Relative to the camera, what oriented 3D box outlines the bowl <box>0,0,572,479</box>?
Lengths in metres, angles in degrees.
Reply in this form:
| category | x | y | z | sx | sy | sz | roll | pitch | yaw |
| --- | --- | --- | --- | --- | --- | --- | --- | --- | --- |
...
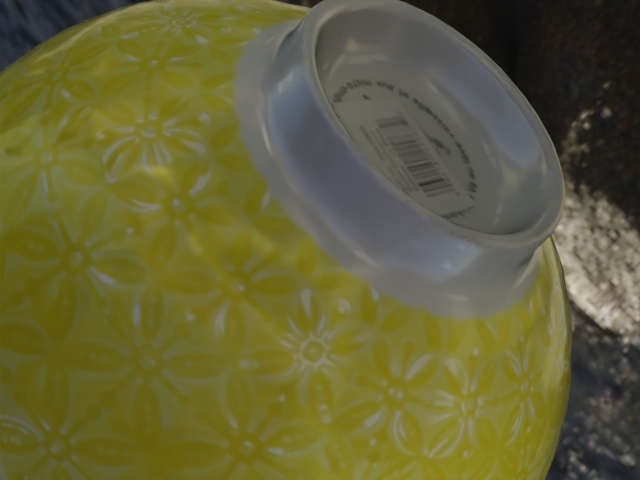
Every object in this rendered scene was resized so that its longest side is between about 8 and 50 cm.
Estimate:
| category | x | y | z | sx | sy | sz | roll | pitch | yaw |
| --- | --- | --- | --- | --- | --- | --- | --- | --- | --- |
| bowl | 0.000 | 0.000 | 0.488 | 0.289 | 0.289 | 0.156 | 48 | 129 | 5 |
